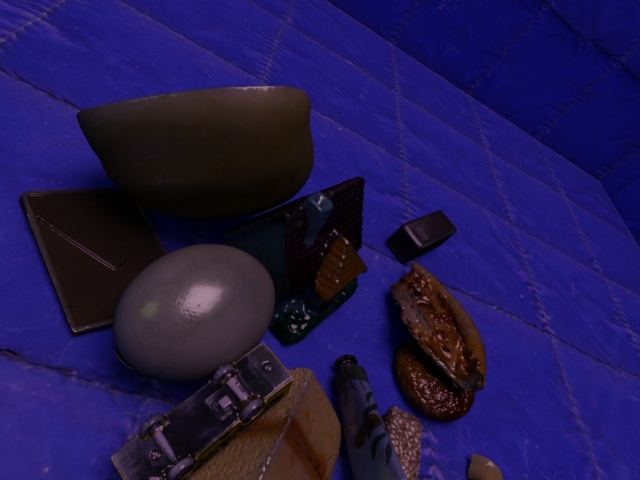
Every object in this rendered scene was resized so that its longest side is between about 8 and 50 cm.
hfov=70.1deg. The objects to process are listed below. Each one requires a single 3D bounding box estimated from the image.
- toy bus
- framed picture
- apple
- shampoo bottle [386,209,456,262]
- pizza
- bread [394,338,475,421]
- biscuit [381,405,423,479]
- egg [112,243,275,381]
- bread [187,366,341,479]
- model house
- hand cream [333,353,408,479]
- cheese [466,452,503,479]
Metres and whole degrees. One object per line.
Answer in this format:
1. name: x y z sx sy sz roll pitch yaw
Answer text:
1. toy bus: -0.143 0.228 0.584 0.226 0.074 0.081 -36 66 -27
2. framed picture: -0.341 0.016 0.734 0.189 0.023 0.260 -12 62 -45
3. apple: -0.193 -0.173 0.794 0.360 0.320 0.311 -8 49 -1
4. shampoo bottle: 0.282 -0.017 1.218 0.246 0.079 0.080 -19 68 -47
5. pizza: 0.242 0.160 0.965 0.182 0.074 0.365 25 26 -19
6. bread: 0.234 0.273 0.921 0.193 0.064 0.193 20 40 -18
7. biscuit: 0.117 0.359 0.740 0.082 0.070 0.168 25 42 -3
8. egg: -0.171 0.100 0.659 0.253 0.186 0.186 -26 72 -45
9. bread: -0.071 0.326 0.655 0.178 0.135 0.240 66 32 -23
10. model house: 0.000 0.000 0.844 0.230 0.249 0.280 47 40 7
11. hand cream: 0.072 0.300 0.727 0.058 0.091 0.271 52 13 -37
12. cheese: 0.308 0.438 0.839 0.084 0.041 0.060 45 41 4
